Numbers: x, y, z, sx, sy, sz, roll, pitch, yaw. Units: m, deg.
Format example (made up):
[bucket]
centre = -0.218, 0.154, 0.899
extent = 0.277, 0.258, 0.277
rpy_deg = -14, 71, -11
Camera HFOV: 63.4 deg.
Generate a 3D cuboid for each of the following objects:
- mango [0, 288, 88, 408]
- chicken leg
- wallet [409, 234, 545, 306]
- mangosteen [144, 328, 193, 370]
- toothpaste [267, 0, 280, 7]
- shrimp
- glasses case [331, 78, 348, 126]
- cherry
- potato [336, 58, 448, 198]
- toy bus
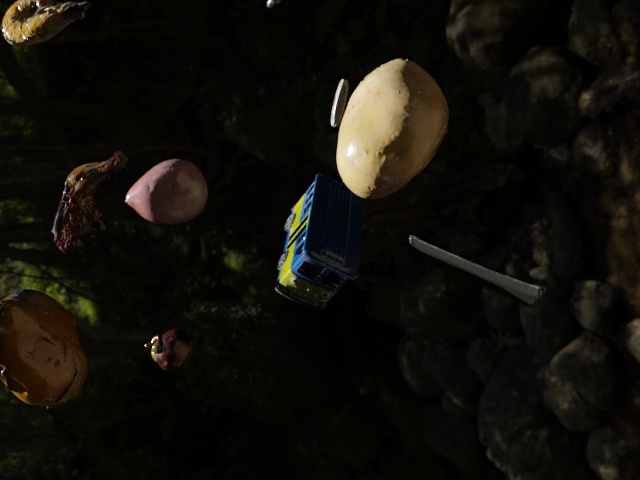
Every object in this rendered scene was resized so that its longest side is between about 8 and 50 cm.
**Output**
[mango]
centre = -0.661, 0.251, 1.211
extent = 0.152, 0.201, 0.287
rpy_deg = -10, 99, 54
[chicken leg]
centre = -0.639, -0.110, 1.420
extent = 0.083, 0.177, 0.323
rpy_deg = 16, -87, -69
[wallet]
centre = 0.319, 0.064, 1.089
extent = 0.030, 0.285, 0.146
rpy_deg = -62, -20, -10
[mangosteen]
centre = -0.286, 0.209, 1.005
extent = 0.081, 0.080, 0.081
rpy_deg = -9, -90, -86
[toothpaste]
centre = -0.056, -0.494, 0.943
extent = 0.170, 0.028, 0.045
rpy_deg = -42, 70, 46
[shrimp]
centre = -0.847, -0.699, 1.593
extent = 0.062, 0.316, 0.164
rpy_deg = 2, -105, -77
[glasses case]
centre = 0.067, -0.481, 1.820
extent = 0.063, 0.041, 0.164
rpy_deg = -100, 22, -71
[cherry]
centre = -0.488, -0.142, 1.688
extent = 0.206, 0.239, 0.239
rpy_deg = 45, -170, -8
[potato]
centre = 0.071, -0.109, 0.521
extent = 0.147, 0.112, 0.112
rpy_deg = -61, -18, -18
[toy bus]
centre = 0.000, 0.000, 1.228
extent = 0.175, 0.138, 0.288
rpy_deg = -48, 23, 40
